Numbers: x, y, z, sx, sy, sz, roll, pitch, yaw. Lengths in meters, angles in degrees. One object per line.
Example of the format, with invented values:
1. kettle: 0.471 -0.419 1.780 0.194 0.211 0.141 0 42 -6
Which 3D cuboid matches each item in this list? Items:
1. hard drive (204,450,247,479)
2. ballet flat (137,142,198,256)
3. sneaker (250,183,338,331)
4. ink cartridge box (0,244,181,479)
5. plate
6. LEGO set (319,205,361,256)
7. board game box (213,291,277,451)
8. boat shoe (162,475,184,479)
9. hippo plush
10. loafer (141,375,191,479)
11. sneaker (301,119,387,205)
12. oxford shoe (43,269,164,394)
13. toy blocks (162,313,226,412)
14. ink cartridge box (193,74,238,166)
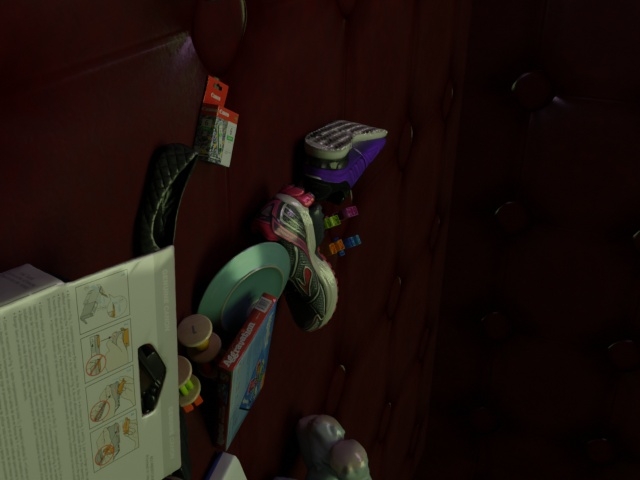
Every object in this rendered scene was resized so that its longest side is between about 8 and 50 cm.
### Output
1. hard drive: -0.204 0.543 1.216 0.210 0.040 0.318 80 29 -45
2. ballet flat: -0.192 -0.037 0.913 0.057 0.049 0.173 0 101 -69
3. sneaker: -0.055 0.047 1.268 0.112 0.121 0.299 -44 136 -34
4. ink cartridge box: -0.260 0.165 0.724 0.261 0.066 0.296 -25 126 -48
5. plate: -0.111 0.086 1.132 0.188 0.024 0.188 -35 146 -29
6. LEGO set: 0.000 0.000 1.438 0.227 0.093 0.087 -19 87 -62
7. board game box: -0.123 0.217 1.168 0.145 0.027 0.281 -58 167 -38
8. boat shoe: -0.262 0.450 0.887 0.342 0.123 0.123 -61 149 -14
9. hippo plush: -0.022 0.533 1.562 0.236 0.234 0.294 -35 126 -20
10. loafer: -0.220 0.246 0.979 0.078 0.076 0.223 -107 -172 -56
11. sneaker: 0.039 -0.148 1.438 0.293 0.102 0.146 -32 134 -58
12. oxford shoe: -0.251 0.119 0.797 0.096 0.083 0.227 -49 141 -22
13. toy blocks: -0.180 0.196 1.072 0.148 0.054 0.123 75 31 -52
14. ink cartridge box: -0.141 -0.163 1.013 0.063 0.029 0.115 8 94 -70
